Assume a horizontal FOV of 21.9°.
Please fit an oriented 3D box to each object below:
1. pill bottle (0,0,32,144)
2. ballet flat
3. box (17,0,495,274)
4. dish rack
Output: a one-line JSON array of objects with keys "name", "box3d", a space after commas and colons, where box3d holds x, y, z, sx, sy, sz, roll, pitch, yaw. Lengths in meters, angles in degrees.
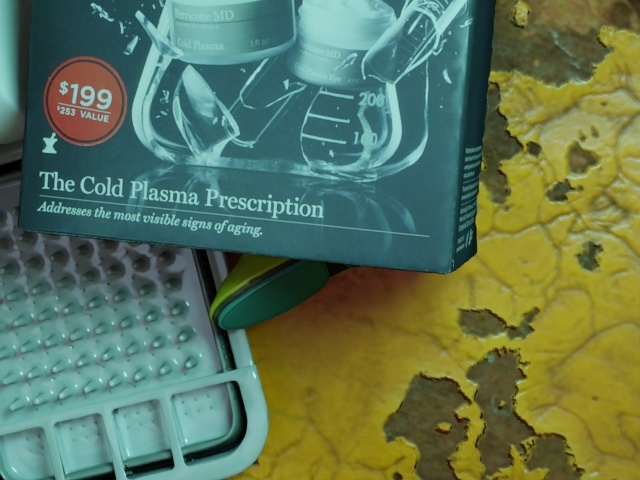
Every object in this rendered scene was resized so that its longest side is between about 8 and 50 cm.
[{"name": "pill bottle", "box3d": [-0.414, -0.136, 1.403, 0.392, 0.224, 0.224, -14, 92, 20]}, {"name": "ballet flat", "box3d": [0.000, 0.000, 1.429, 0.231, 0.077, 0.077, -25, 61, -6]}, {"name": "box", "box3d": [-0.040, -0.150, 1.294, 0.343, 0.179, 0.312, 5, 95, 12]}, {"name": "dish rack", "box3d": [-0.206, 0.067, 1.485, 0.285, 0.072, 0.333, -14, 93, 10]}]
